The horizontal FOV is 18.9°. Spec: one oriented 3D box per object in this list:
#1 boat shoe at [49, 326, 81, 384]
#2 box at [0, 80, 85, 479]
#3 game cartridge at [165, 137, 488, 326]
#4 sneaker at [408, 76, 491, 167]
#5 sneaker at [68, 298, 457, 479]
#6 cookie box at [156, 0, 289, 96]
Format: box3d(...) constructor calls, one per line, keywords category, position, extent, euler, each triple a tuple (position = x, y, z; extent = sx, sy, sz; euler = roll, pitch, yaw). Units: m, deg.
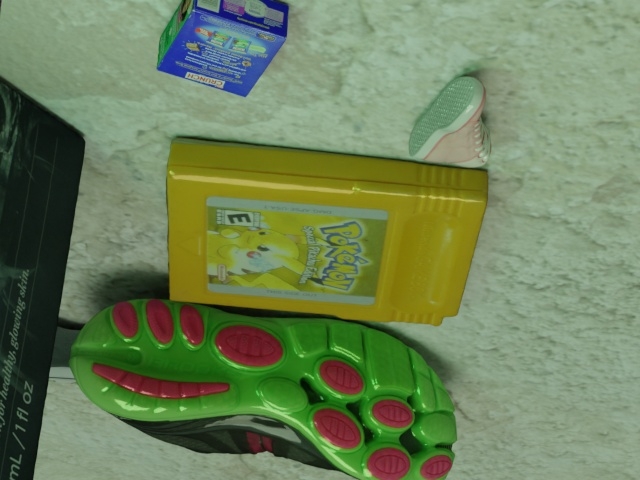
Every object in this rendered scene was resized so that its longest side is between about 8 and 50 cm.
box3d(category="boat shoe", position=(-0.337, 0.139, 2.300), extent=(0.226, 0.083, 0.076), euler=(17, 147, -19))
box3d(category="box", position=(-0.499, 0.031, 1.747), extent=(0.297, 0.480, 0.472), euler=(-20, 142, 34))
box3d(category="game cartridge", position=(0.000, 0.000, 2.031), extent=(0.324, 0.052, 0.285), euler=(7, 150, 1))
box3d(category="sneaker", position=(0.141, -0.110, 1.817), extent=(0.070, 0.051, 0.134), euler=(14, 152, -18))
box3d(category="sneaker", position=(-0.062, 0.175, 2.267), extent=(0.483, 0.185, 0.202), euler=(18, 166, -14))
box3d(category="cookie box", position=(-0.089, -0.183, 1.739), extent=(0.092, 0.040, 0.107), euler=(16, 148, -17))
